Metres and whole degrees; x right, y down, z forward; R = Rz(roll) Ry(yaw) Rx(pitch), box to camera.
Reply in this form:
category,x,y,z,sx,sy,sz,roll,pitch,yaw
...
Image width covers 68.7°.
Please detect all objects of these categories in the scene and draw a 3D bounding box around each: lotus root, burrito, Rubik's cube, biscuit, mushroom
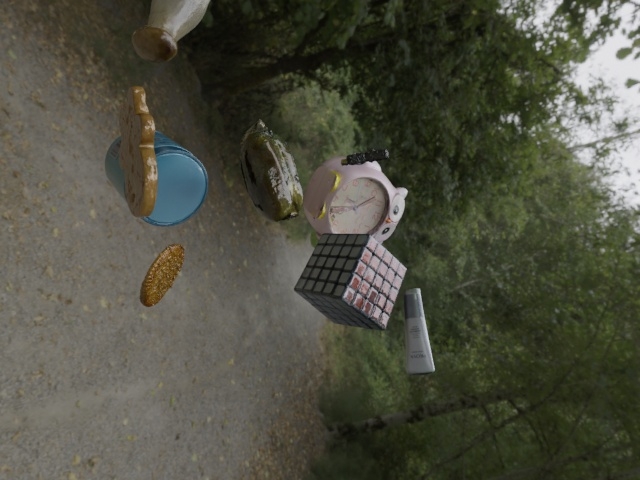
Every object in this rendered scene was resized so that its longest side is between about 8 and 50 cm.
category,x,y,z,sx,sy,sz,roll,pitch,yaw
lotus root,-0.150,-0.187,1.367,0.160,0.151,0.275,-14,-88,55
burrito,-0.225,-0.378,1.624,0.055,0.149,0.041,-29,94,-38
Rubik's cube,0.098,0.131,1.524,0.237,0.236,0.238,43,62,-35
biscuit,-0.505,-0.240,1.308,0.052,0.275,0.355,-4,76,-36
biscuit,-0.555,0.124,1.661,0.254,0.035,0.254,-63,176,-8
mushroom,-0.342,-0.573,1.131,0.128,0.128,0.350,60,42,-57

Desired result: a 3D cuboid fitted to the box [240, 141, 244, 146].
category,x,y,z,sx,sy,sz,roll,pitch,yaw
box,-0.249,-0.305,1.634,0.046,0.012,0.083,27,-29,55

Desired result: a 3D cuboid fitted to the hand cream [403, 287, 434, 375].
category,x,y,z,sx,sy,sz,roll,pitch,yaw
hand cream,0.284,0.269,1.388,0.048,0.079,0.255,39,43,-54

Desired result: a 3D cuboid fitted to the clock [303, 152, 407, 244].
category,x,y,z,sx,sy,sz,roll,pitch,yaw
clock,0.130,-0.146,1.809,0.376,0.368,0.250,17,16,-31

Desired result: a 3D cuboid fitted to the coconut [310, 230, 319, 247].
category,x,y,z,sx,sy,sz,roll,pitch,yaw
coconut,0.000,0.000,2.019,0.088,0.087,0.096,-58,138,-79

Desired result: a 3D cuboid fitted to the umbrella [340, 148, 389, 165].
category,x,y,z,sx,sy,sz,roll,pitch,yaw
umbrella,0.131,-0.247,1.398,0.040,0.143,0.037,-82,160,-50

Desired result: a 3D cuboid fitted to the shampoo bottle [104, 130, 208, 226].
category,x,y,z,sx,sy,sz,roll,pitch,yaw
shampoo bottle,-0.701,-0.277,1.986,0.342,0.331,0.331,36,-20,41
